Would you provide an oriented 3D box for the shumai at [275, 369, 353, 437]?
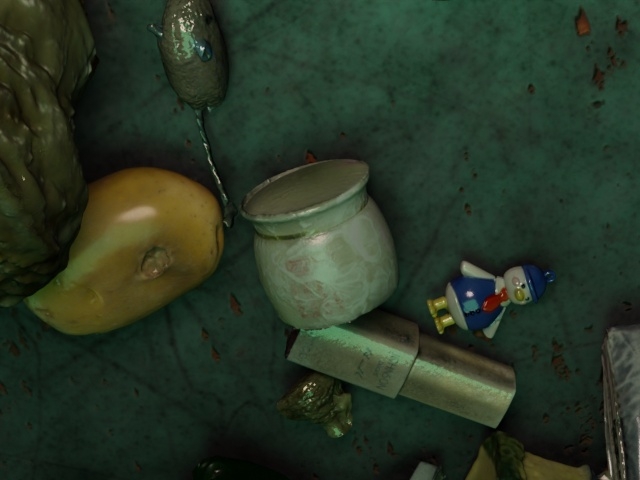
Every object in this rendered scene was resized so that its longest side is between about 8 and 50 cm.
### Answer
[{"bbox_3d":[0.002,0.189,1.636,0.083,0.082,0.080,-40,90,-10],"label":"shumai"}]

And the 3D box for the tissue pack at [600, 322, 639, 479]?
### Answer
[{"bbox_3d":[0.487,0.203,1.529,0.361,0.259,0.122,-5,158,6],"label":"tissue pack"}]

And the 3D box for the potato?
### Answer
[{"bbox_3d":[-0.216,0.005,1.531,0.233,0.146,0.150,-27,155,1],"label":"potato"}]

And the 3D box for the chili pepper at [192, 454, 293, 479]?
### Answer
[{"bbox_3d":[-0.054,0.364,1.683,0.261,0.174,0.165,33,89,-19],"label":"chili pepper"}]

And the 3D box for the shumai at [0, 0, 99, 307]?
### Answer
[{"bbox_3d":[-0.359,-0.150,1.353,0.324,0.323,0.397,0,144,29],"label":"shumai"}]

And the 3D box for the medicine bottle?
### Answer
[{"bbox_3d":[0.000,0.000,1.511,0.147,0.147,0.143,-14,110,10],"label":"medicine bottle"}]

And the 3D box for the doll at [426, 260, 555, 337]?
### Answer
[{"bbox_3d":[0.189,0.060,1.581,0.142,0.058,0.099,-18,112,6],"label":"doll"}]

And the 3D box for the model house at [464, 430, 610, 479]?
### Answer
[{"bbox_3d":[0.264,0.414,1.636,0.266,0.261,0.321,15,122,-7],"label":"model house"}]

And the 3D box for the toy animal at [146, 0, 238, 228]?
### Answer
[{"bbox_3d":[-0.123,-0.142,1.486,0.070,0.079,0.253,4,116,25],"label":"toy animal"}]

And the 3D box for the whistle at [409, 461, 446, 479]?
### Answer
[{"bbox_3d":[0.074,0.380,1.659,0.093,0.269,0.180,17,160,26],"label":"whistle"}]

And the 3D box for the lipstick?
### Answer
[{"bbox_3d":[0.091,0.133,1.606,0.252,0.077,0.079,20,115,-6],"label":"lipstick"}]
